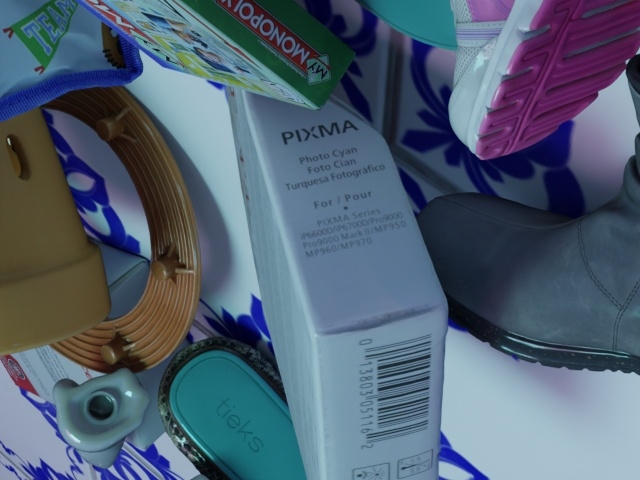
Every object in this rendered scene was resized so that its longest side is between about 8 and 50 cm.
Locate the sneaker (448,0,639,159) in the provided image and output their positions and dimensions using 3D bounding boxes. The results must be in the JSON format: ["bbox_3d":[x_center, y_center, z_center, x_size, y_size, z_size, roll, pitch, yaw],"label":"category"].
[{"bbox_3d":[0.109,-0.162,0.799,0.111,0.103,0.252,42,133,38],"label":"sneaker"}]

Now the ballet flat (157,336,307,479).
[{"bbox_3d":[0.022,0.294,1.550,0.483,0.164,0.182,48,176,13],"label":"ballet flat"}]

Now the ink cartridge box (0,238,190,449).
[{"bbox_3d":[-0.275,0.098,1.739,0.273,0.114,0.197,18,140,46],"label":"ink cartridge box"}]

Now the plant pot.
[{"bbox_3d":[-0.342,-0.020,1.370,0.291,0.291,0.203,8,106,53],"label":"plant pot"}]

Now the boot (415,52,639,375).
[{"bbox_3d":[0.190,-0.021,0.907,0.338,0.118,0.222,22,136,34],"label":"boot"}]

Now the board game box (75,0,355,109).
[{"bbox_3d":[-0.150,-0.192,0.907,0.317,0.046,0.213,35,172,-34],"label":"board game box"}]

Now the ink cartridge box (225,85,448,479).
[{"bbox_3d":[0.000,0.000,1.123,0.308,0.091,0.385,86,172,-51],"label":"ink cartridge box"}]

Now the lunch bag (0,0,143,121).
[{"bbox_3d":[-0.342,-0.290,1.192,0.328,0.239,0.385,14,120,50],"label":"lunch bag"}]

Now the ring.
[{"bbox_3d":[-0.248,-0.021,1.495,0.336,0.032,0.336,20,123,34],"label":"ring"}]

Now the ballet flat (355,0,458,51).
[{"bbox_3d":[0.025,-0.193,0.929,0.248,0.086,0.086,31,150,22],"label":"ballet flat"}]

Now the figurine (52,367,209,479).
[{"bbox_3d":[-0.192,0.238,1.566,0.215,0.092,0.209,53,162,8],"label":"figurine"}]
